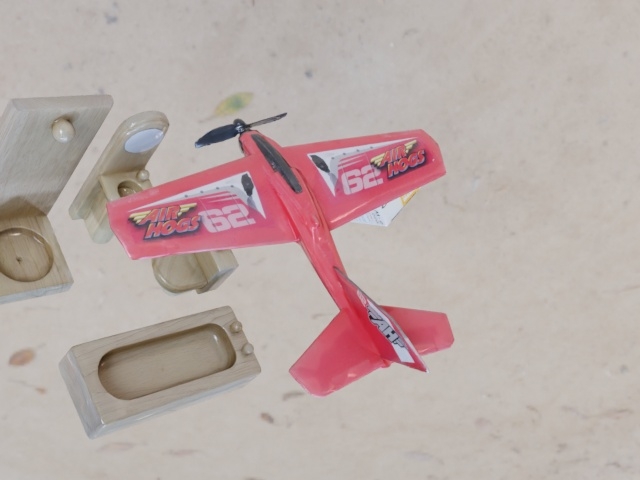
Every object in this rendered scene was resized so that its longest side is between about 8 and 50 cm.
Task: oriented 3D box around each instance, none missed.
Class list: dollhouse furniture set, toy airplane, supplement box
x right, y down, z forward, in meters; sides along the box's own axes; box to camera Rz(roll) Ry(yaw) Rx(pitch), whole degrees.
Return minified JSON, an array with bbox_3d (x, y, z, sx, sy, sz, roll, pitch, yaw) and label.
[{"bbox_3d":[-0.102,0.012,0.495,0.144,0.151,0.123,-12,157,-42],"label":"dollhouse furniture set"},{"bbox_3d":[0.000,0.000,0.339,0.151,0.151,0.028,4,136,-10],"label":"toy airplane"},{"bbox_3d":[0.039,-0.050,0.834,0.098,0.062,0.036,8,136,43],"label":"supplement box"}]
